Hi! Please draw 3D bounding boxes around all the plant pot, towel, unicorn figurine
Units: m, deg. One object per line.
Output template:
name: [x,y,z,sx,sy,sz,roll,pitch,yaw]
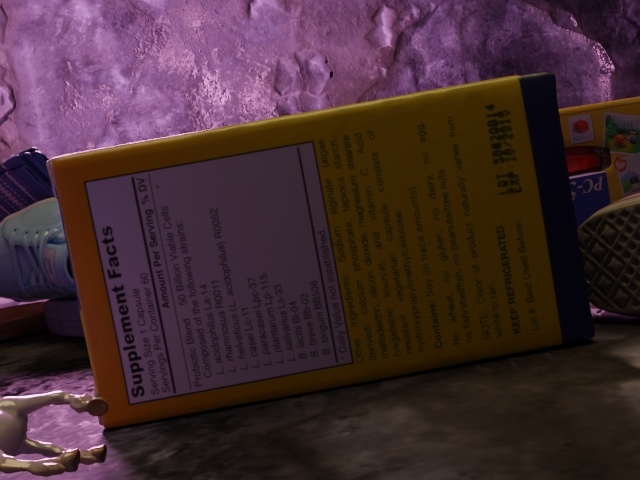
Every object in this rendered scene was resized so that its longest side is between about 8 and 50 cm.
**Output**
plant pot: [-0.475,0.124,1.309,0.236,0.032,0.236,-10,3,1]
towel: [-0.430,-0.010,1.297,0.336,0.243,0.040,-13,41,39]
unicorn figurine: [-0.175,0.112,0.485,0.111,0.060,0.162,2,-7,0]

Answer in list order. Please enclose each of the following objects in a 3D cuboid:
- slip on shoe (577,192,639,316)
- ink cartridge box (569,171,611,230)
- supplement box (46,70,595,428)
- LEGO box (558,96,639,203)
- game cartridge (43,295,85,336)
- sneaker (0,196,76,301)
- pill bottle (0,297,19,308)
slip on shoe: [0.327,-0.005,0.596,0.101,0.123,0.331,-8,-3,-36]
ink cartridge box: [0.242,-0.016,1.049,0.207,0.097,0.046,-11,4,-17]
supplement box: [0.000,0.000,0.706,0.357,0.194,0.195,-10,4,-2]
LEGO box: [0.336,-0.122,1.638,0.500,0.193,0.372,-12,4,-23]
game cartridge: [-0.221,0.080,1.172,0.294,0.060,0.196,-7,9,39]
sneaker: [-0.299,0.009,1.082,0.366,0.135,0.150,-12,5,21]
pill bottle: [-0.707,0.072,1.754,0.265,0.153,0.153,-7,5,35]
